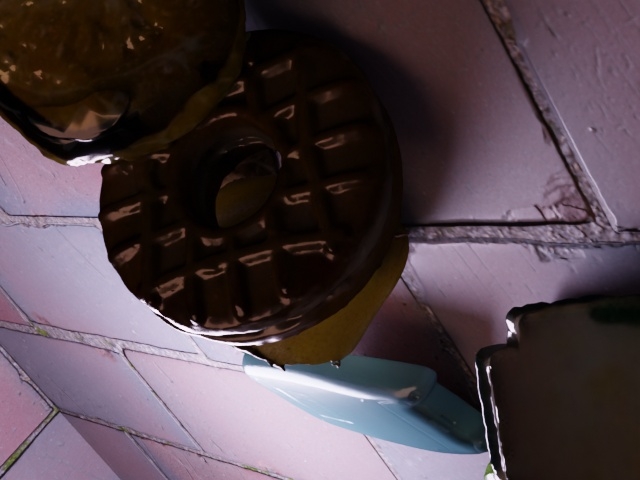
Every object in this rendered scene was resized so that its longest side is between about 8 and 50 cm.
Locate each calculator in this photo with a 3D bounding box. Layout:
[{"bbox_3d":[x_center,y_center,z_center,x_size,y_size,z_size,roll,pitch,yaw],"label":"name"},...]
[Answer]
[{"bbox_3d":[0.056,0.218,1.562,0.386,0.054,0.256,2,152,49],"label":"calculator"}]

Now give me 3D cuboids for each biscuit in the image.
[{"bbox_3d":[-0.072,-0.056,1.137,0.332,0.332,0.103,23,176,30],"label":"biscuit"}]

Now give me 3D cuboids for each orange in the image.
[{"bbox_3d":[-0.209,-0.261,1.073,0.271,0.210,0.368,-21,96,15],"label":"orange"}]

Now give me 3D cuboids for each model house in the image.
[{"bbox_3d":[0.283,0.203,1.132,0.284,0.243,0.298,97,164,-85],"label":"model house"}]

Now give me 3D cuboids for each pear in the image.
[{"bbox_3d":[0.001,-0.001,1.259,0.267,0.267,0.178,45,125,-8],"label":"pear"}]

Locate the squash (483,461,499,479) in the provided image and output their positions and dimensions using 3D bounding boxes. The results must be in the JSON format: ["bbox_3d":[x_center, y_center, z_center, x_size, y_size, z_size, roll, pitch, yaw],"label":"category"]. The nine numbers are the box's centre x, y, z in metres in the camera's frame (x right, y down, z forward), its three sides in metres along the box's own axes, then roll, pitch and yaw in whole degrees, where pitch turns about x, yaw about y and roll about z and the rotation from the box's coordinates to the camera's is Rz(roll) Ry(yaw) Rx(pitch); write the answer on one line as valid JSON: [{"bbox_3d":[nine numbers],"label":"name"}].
[{"bbox_3d":[0.269,0.295,1.460,0.068,0.077,0.219,48,155,4],"label":"squash"}]

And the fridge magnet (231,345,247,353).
[{"bbox_3d":[-0.117,0.094,1.632,0.208,0.088,0.208,31,150,20],"label":"fridge magnet"}]

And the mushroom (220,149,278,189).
[{"bbox_3d":[-0.174,-0.113,1.335,0.156,0.151,0.285,-4,129,52],"label":"mushroom"}]
